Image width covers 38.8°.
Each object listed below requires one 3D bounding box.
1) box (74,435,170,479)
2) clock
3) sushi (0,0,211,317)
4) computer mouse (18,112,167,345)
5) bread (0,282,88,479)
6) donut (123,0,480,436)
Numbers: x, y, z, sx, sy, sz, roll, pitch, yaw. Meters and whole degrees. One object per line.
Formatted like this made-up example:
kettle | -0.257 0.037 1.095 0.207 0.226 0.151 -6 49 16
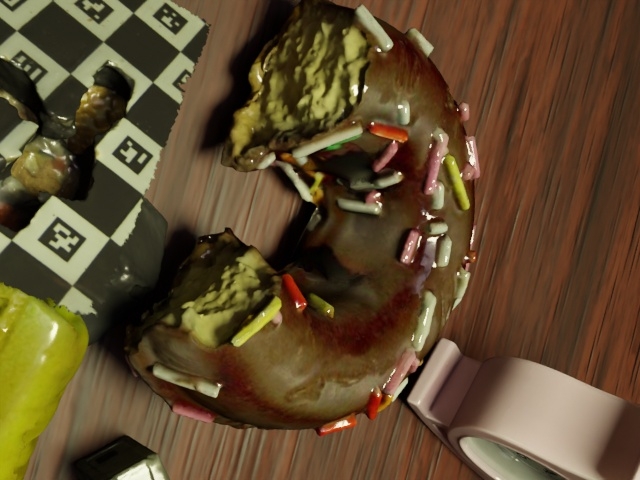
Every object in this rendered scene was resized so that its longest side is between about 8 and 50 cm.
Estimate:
box | -0.145 0.192 0.692 0.060 0.085 0.063 -23 103 -28
clock | 0.256 0.223 0.845 0.290 0.275 0.080 46 68 -32
sushi | -0.189 -0.086 0.583 0.192 0.043 0.279 27 48 -22
computer mouse | -0.202 -0.018 0.631 0.217 0.073 0.122 42 73 -31
bread | -0.280 0.169 0.565 0.166 0.112 0.383 22 93 -15
donut | 0.016 0.007 0.724 0.259 0.136 0.345 39 72 -39
